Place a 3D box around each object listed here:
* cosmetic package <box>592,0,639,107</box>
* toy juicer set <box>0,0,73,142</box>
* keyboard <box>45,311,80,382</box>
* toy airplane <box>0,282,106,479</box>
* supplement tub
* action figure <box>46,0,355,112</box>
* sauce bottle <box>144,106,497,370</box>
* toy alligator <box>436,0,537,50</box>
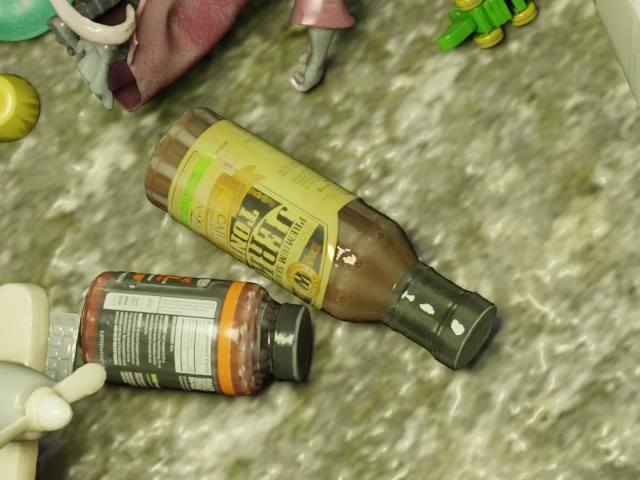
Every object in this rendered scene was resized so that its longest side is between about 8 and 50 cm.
[{"bbox_3d":[0.432,-0.277,1.608,0.365,0.197,0.155,-21,69,3],"label":"cosmetic package"},{"bbox_3d":[-0.340,-0.277,1.764,0.209,0.089,0.329,18,90,6],"label":"toy juicer set"},{"bbox_3d":[-0.355,0.095,1.700,0.256,0.014,0.072,4,71,11],"label":"keyboard"},{"bbox_3d":[-0.273,0.284,1.478,0.384,0.272,0.386,-38,82,15],"label":"toy airplane"},{"bbox_3d":[-0.111,0.085,1.615,0.198,0.106,0.106,4,71,10],"label":"supplement tub"},{"bbox_3d":[-0.085,-0.283,1.652,0.370,0.276,0.248,-30,67,-5],"label":"action figure"},{"bbox_3d":[0.000,0.000,1.623,0.344,0.111,0.111,30,78,20],"label":"sauce bottle"},{"bbox_3d":[0.185,-0.243,1.716,0.189,0.056,0.051,-35,28,-4],"label":"toy alligator"}]
